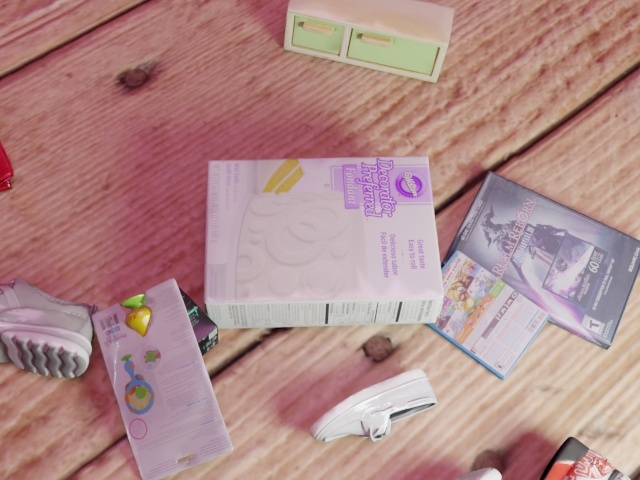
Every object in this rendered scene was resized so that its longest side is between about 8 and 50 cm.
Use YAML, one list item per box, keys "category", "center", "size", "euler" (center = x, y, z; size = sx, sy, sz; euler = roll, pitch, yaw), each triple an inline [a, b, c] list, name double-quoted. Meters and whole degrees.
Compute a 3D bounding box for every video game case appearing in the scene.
- category: "video game case"
  center: [0.345, 0.025, 1.447]
  size: [0.274, 0.026, 0.196]
  euler: [27, 61, 8]
- category: "video game case"
  center: [0.232, 0.107, 1.377]
  size: [0.166, 0.015, 0.119]
  euler: [36, 78, 13]

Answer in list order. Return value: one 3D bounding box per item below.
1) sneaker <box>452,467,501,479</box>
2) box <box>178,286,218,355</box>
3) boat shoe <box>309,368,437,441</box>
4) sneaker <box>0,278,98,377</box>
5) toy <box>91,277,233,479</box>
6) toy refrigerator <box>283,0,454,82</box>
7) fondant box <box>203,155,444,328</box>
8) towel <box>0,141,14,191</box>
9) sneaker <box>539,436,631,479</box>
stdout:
- category: "sneaker"
  center: [0.162, 0.398, 1.193]
  size: [0.240, 0.091, 0.126]
  euler: [-35, 88, -23]
- category: "box"
  center: [-0.188, 0.118, 1.312]
  size: [0.083, 0.062, 0.052]
  euler: [42, 66, 17]
- category: "boat shoe"
  center: [0.075, 0.237, 1.279]
  size: [0.184, 0.066, 0.063]
  euler: [-19, 63, -27]
- category: "sneaker"
  center: [-0.439, 0.103, 1.288]
  size: [0.281, 0.105, 0.115]
  euler: [17, 44, -3]
- category: "toy"
  center: [-0.204, 0.184, 1.254]
  size: [0.137, 0.056, 0.237]
  euler: [-24, 81, 16]
- category: "toy refrigerator"
  center: [0.079, -0.352, 1.586]
  size: [0.269, 0.102, 0.094]
  euler: [13, 60, 0]
- category: "fondant box"
  center: [0.000, 0.000, 1.369]
  size: [0.330, 0.096, 0.238]
  euler: [-1, 60, -3]
- category: "towel"
  center: [-0.618, -0.119, 1.417]
  size: [0.274, 0.031, 0.199]
  euler: [-21, 64, -17]
- category: "sneaker"
  center: [0.315, 0.390, 1.198]
  size: [0.145, 0.090, 0.270]
  euler: [33, 60, 15]
